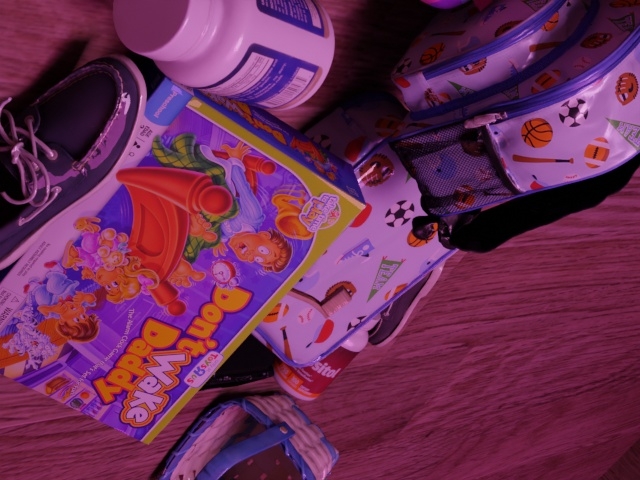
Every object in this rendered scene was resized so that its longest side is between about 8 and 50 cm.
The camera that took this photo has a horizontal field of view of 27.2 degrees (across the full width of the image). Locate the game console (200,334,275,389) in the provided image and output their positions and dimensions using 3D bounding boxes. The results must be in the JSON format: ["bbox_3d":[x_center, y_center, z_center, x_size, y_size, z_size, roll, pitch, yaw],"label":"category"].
[{"bbox_3d":[-0.119,0.151,1.712,0.107,0.071,0.122,-19,168,40],"label":"game console"}]

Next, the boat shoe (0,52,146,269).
[{"bbox_3d":[-0.252,-0.064,1.133,0.254,0.095,0.079,-38,166,23],"label":"boat shoe"}]

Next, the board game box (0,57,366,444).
[{"bbox_3d":[-0.158,0.014,1.258,0.233,0.078,0.347,31,113,-28],"label":"board game box"}]

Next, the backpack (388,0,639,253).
[{"bbox_3d":[0.218,-0.153,1.306,0.213,0.263,0.276,61,40,-29],"label":"backpack"}]

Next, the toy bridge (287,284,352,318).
[{"bbox_3d":[-0.049,0.006,1.343,0.063,0.188,0.026,-38,-168,7],"label":"toy bridge"}]

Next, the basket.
[{"bbox_3d":[-0.118,0.335,1.793,0.289,0.201,0.255,-13,147,-55],"label":"basket"}]

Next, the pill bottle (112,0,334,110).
[{"bbox_3d":[-0.082,-0.180,1.123,0.112,0.112,0.186,-47,151,20],"label":"pill bottle"}]

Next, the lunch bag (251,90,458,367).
[{"bbox_3d":[0.018,-0.002,1.470,0.303,0.115,0.243,-38,137,5],"label":"lunch bag"}]

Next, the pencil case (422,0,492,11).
[{"bbox_3d":[0.107,-0.304,1.167,0.104,0.104,0.236,-34,152,-5],"label":"pencil case"}]

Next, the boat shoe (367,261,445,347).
[{"bbox_3d":[0.100,0.069,1.814,0.065,0.075,0.206,23,134,-11],"label":"boat shoe"}]

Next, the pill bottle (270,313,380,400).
[{"bbox_3d":[0.007,0.134,1.753,0.152,0.086,0.086,-49,151,21],"label":"pill bottle"}]
